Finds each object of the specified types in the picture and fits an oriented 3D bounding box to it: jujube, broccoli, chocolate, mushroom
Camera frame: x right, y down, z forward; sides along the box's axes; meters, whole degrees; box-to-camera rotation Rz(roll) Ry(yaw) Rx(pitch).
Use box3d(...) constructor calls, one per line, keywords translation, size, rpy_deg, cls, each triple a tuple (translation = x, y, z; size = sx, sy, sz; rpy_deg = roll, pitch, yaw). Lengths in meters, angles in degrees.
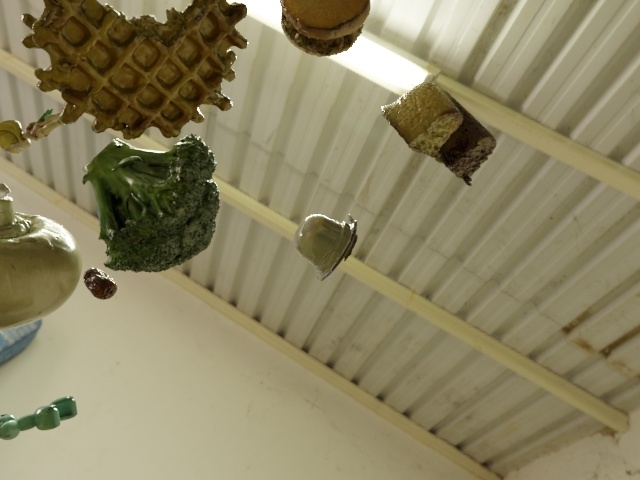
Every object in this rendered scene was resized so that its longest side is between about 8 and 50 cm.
box3d(translation=(-0.716, 0.138, 1.593), size=(0.129, 0.077, 0.077), rpy_deg=(36, -44, 22), cls="jujube")
box3d(translation=(-0.287, -0.068, 0.850), size=(0.241, 0.269, 0.261), rpy_deg=(44, -6, -16), cls="broccoli")
box3d(translation=(0.002, -0.007, 1.428), size=(0.147, 0.221, 0.221), rpy_deg=(38, -45, -15), cls="chocolate")
box3d(translation=(-0.488, 0.020, 0.727), size=(0.246, 0.246, 0.202), rpy_deg=(13, -69, 23), cls="mushroom")

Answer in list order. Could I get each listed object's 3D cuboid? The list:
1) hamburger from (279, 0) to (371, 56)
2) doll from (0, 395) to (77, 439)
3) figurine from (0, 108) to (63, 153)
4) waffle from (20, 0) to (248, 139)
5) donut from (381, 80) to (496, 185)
box3d(translation=(0.009, -0.452, 0.983), size=(0.182, 0.190, 0.118), rpy_deg=(-10, -18, 2), cls="hamburger")
box3d(translation=(-0.667, 0.416, 1.139), size=(0.159, 0.159, 0.059), rpy_deg=(-14, -92, 3), cls="doll")
box3d(translation=(-0.719, -0.271, 1.211), size=(0.188, 0.083, 0.083), rpy_deg=(-19, -64, 8), cls="figurine")
box3d(translation=(-0.239, -0.253, 0.675), size=(0.069, 0.293, 0.259), rpy_deg=(49, -43, 40), cls="waffle")
box3d(translation=(0.181, -0.178, 0.757), size=(0.085, 0.217, 0.141), rpy_deg=(-45, -118, 24), cls="donut")
